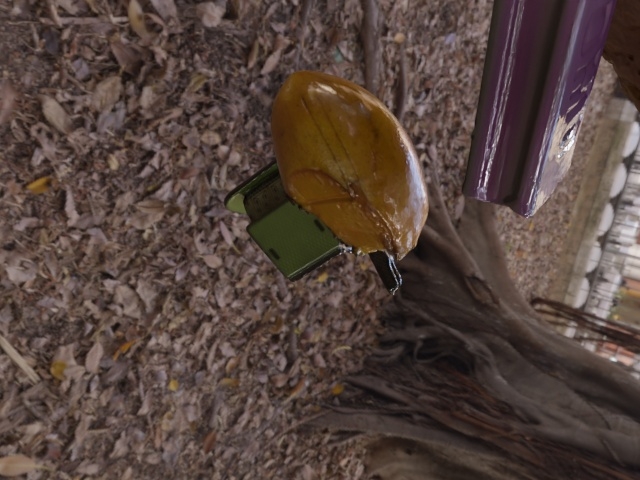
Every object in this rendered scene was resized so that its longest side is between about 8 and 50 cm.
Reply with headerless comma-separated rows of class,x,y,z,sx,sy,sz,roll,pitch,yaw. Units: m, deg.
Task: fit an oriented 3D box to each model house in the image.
model house,0.000,0.000,0.900,0.219,0.278,0.205,-32,164,21

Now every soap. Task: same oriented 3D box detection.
soap,0.178,-0.132,0.421,0.122,0.066,0.203,-39,140,-39

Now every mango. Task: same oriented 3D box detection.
mango,0.035,-0.094,0.640,0.252,0.154,0.126,54,27,-19

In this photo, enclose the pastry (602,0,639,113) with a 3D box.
pastry,0.357,-0.206,0.455,0.164,0.355,0.356,-31,152,16
